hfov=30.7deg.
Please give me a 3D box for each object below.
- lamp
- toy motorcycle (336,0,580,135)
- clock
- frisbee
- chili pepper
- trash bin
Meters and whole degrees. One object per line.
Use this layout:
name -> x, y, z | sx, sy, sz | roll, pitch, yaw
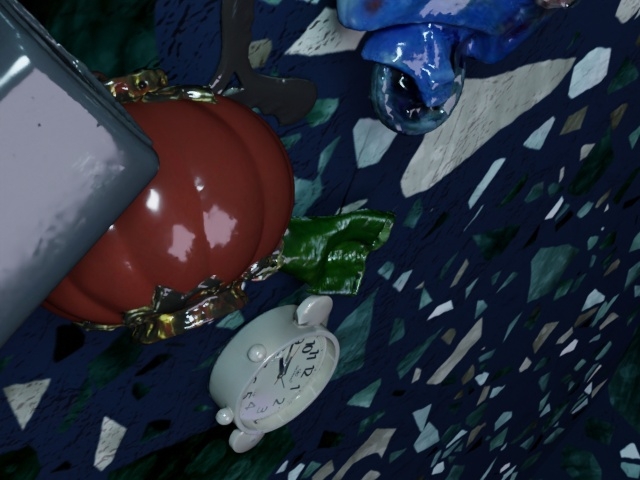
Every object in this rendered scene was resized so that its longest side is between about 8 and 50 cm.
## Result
lamp -> -0.132, -0.032, 0.883 | 0.227, 0.227, 0.227 | -33, 147, -24
toy motorcycle -> 0.116, -0.267, 0.996 | 0.319, 0.241, 0.182 | -47, -169, -13
clock -> -0.056, 0.146, 1.333 | 0.155, 0.063, 0.229 | -2, 125, -48
frisbee -> -0.078, -0.145, 1.002 | 0.211, 0.012, 0.187 | -26, 144, -31
chili pepper -> 0.002, 0.002, 1.237 | 0.216, 0.062, 0.108 | 6, 115, -54
trash bin -> -0.256, -0.013, 0.707 | 0.290, 0.209, 0.182 | -45, 130, 0
